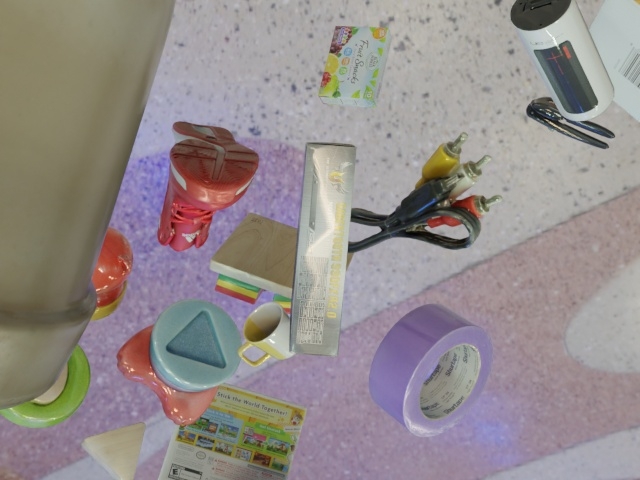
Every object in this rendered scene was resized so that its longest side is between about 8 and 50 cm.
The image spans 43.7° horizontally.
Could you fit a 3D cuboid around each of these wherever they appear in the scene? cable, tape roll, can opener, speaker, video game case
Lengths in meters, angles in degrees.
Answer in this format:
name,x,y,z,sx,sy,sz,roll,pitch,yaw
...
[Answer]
name,x,y,z,sx,sy,sz,roll,pitch,yaw
cable,0.131,-0.030,1.124,0.072,0.139,0.287,-22,174,-43
tape roll,0.170,0.197,1.213,0.189,0.080,0.188,-20,124,-32
can opener,0.499,-0.232,1.605,0.186,0.073,0.059,27,127,-3
speaker,0.217,-0.167,0.713,0.055,0.055,0.136,-25,141,21
video game case,-0.161,0.377,1.476,0.227,0.206,0.026,16,166,0

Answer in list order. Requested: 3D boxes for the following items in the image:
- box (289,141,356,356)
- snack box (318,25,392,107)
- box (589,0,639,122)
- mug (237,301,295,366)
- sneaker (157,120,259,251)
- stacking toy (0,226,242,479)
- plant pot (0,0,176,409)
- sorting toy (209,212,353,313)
name,x,y,z,sx,sy,sz,roll,pitch,yaw
box,0.000,0.000,0.932,0.056,0.183,0.230,4,96,-3
snack box,0.061,-0.304,1.392,0.100,0.141,0.037,8,164,18
box,0.600,-0.335,1.235,0.345,0.215,0.168,-34,159,-25
mug,-0.063,0.124,1.037,0.078,0.062,0.064,-20,133,26
sneaker,-0.114,-0.035,0.787,0.087,0.221,0.128,7,108,-10
stacking toy,-0.267,0.143,1.066,0.309,0.279,0.130,37,141,-9
plant pot,-0.243,-0.096,0.515,0.323,0.323,0.280,31,94,-27
sorting toy,-0.081,0.065,1.700,0.256,0.257,0.089,19,117,5
